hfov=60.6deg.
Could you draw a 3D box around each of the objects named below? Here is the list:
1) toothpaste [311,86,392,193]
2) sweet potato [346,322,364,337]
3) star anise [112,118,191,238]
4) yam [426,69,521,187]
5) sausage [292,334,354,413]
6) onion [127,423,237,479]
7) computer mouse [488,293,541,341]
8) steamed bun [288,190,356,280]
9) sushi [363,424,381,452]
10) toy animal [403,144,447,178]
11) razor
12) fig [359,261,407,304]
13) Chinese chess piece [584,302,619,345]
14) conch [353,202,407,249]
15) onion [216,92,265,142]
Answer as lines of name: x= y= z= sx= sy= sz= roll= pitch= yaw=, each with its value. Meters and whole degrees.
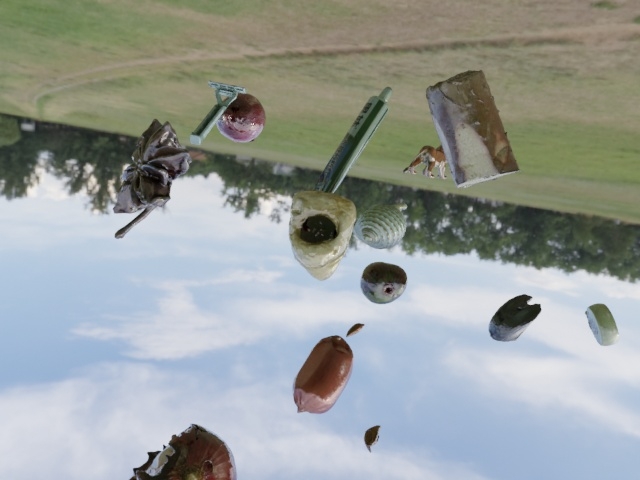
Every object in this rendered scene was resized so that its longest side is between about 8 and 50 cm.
toothpaste: x=0.076 y=-0.237 z=1.398 sx=0.061 sy=0.392 sz=0.099 roll=38 pitch=168 yaw=-24
sweet potato: x=0.133 y=0.343 z=2.107 sx=0.095 sy=0.034 sz=0.034 roll=-31 pitch=-151 yaw=-29
star anise: x=-0.316 y=-0.114 z=1.018 sx=0.089 sy=0.231 sz=0.209 roll=20 pitch=-143 yaw=-31
yam: x=0.307 y=-0.228 z=1.118 sx=0.130 sy=0.238 sz=0.128 roll=-19 pitch=-176 yaw=-4
sausage: x=0.010 y=0.393 z=1.582 sx=0.148 sy=0.148 sz=0.254 roll=13 pitch=-138 yaw=33
onion: x=-0.399 y=0.730 z=1.631 sx=0.342 sy=0.340 sz=0.341 roll=8 pitch=-172 yaw=-1
computer mouse: x=0.441 y=0.177 z=1.255 sx=0.079 sy=0.135 sz=0.047 roll=55 pitch=-170 yaw=35
steamed bun: x=0.000 y=0.000 z=1.150 sx=0.141 sy=0.155 sz=0.172 roll=5 pitch=149 yaw=3
sushi: x=0.180 y=0.681 z=1.901 sx=0.050 sy=0.099 sz=0.047 roll=17 pitch=150 yaw=38
toy animal: x=0.458 y=-0.334 z=2.231 sx=0.097 sy=0.157 sz=0.312 roll=19 pitch=-167 yaw=33
razor: x=-0.302 y=-0.354 z=1.539 sx=0.111 sy=0.056 sz=0.277 roll=13 pitch=-132 yaw=5
fig: x=0.192 y=0.109 z=1.758 sx=0.149 sy=0.149 sz=0.245 roll=7 pitch=-161 yaw=-7
Chinese chess piece: x=0.943 y=0.283 z=1.837 sx=0.059 sy=0.144 sz=0.144 roll=-17 pitch=-177 yaw=11
conch: x=0.145 y=-0.029 z=1.302 sx=0.153 sy=0.102 sz=0.135 roll=-9 pitch=173 yaw=-43
onion: x=-0.264 y=-0.387 z=1.720 sx=0.160 sy=0.159 sz=0.195 roll=12 pitch=-165 yaw=22
